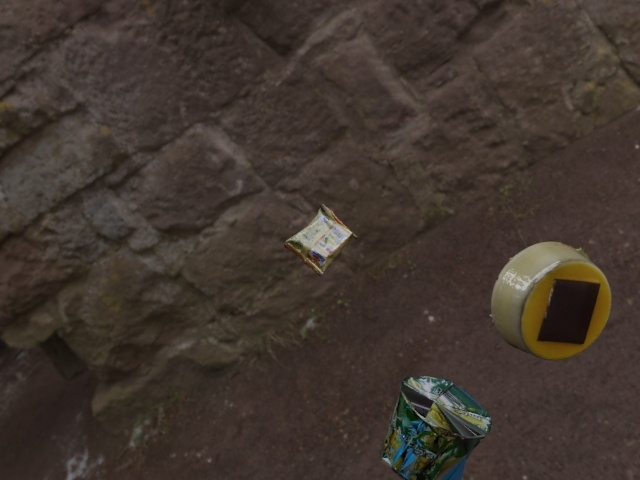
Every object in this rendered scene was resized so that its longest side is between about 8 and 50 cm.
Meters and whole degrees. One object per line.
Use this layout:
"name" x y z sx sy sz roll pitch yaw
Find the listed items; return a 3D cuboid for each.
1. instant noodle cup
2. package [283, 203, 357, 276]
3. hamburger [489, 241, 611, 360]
"instant noodle cup" 0.259 0.454 1.597 0.240 0.240 0.178 -109 38 -65
"package" 0.002 -0.002 1.376 0.108 0.031 0.121 39 79 24
"hamburger" 0.250 0.064 0.735 0.141 0.127 0.081 -11 18 -12
